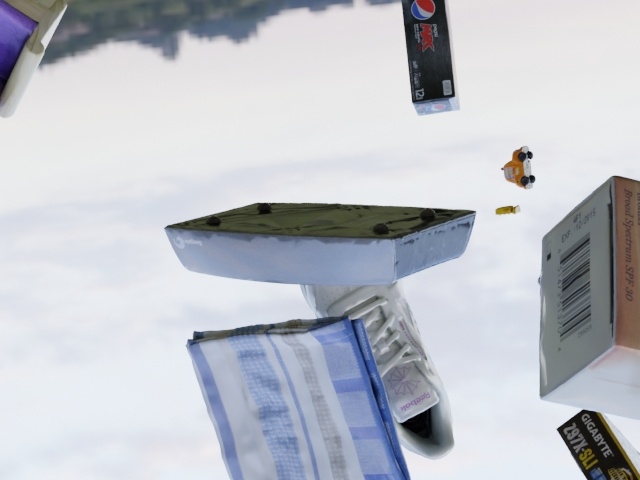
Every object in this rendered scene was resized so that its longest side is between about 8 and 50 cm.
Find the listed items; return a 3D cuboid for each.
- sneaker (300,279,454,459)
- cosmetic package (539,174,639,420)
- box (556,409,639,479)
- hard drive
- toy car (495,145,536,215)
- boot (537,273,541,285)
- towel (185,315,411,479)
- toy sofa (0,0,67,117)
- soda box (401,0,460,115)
[{"bbox_3d":[0.079,0.117,1.727,0.114,0.305,0.152,-31,-158,-6],"label":"sneaker"},{"bbox_3d":[0.333,0.067,1.201,0.296,0.153,0.129,12,153,-16],"label":"cosmetic package"},{"bbox_3d":[0.498,0.418,2.264,0.079,0.322,0.257,-38,-139,8],"label":"box"},{"bbox_3d":[0.000,0.000,1.421,0.254,0.054,0.172,3,-168,34],"label":"hard drive"},{"bbox_3d":[0.241,-0.077,1.934,0.040,0.060,0.122,-5,-158,26],"label":"toy car"},{"bbox_3d":[0.405,0.037,1.882,0.246,0.161,0.083,-45,165,19],"label":"boot"},{"bbox_3d":[-0.031,0.189,1.680,0.034,0.209,0.285,-23,-171,-42],"label":"towel"},{"bbox_3d":[-0.539,-0.311,2.008,0.150,0.362,0.177,-50,-168,46],"label":"toy sofa"},{"bbox_3d":[0.129,-0.237,1.797,0.053,0.169,0.060,-7,167,10],"label":"soda box"}]
